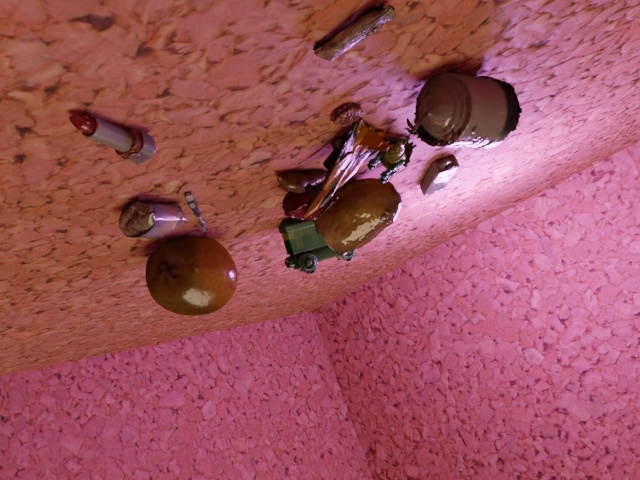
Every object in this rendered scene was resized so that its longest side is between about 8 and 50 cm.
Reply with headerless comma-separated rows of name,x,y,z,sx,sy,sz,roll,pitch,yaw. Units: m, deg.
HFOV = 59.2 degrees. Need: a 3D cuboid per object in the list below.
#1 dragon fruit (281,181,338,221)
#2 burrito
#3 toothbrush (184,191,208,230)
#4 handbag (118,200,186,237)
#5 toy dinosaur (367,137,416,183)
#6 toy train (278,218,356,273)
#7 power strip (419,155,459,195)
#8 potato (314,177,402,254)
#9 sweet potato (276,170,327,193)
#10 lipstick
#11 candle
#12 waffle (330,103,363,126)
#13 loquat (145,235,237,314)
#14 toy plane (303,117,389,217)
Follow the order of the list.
dragon fruit,-0.047,-0.134,1.708,0.161,0.127,0.120,2,136,-51
burrito,0.065,-0.388,1.048,0.171,0.042,0.051,-27,174,31
toothbrush,-0.358,-0.079,1.631,0.024,0.026,0.288,-22,165,-9
handbag,-0.446,-0.057,1.479,0.117,0.095,0.173,-31,172,15
toy dinosaur,0.208,-0.241,1.620,0.153,0.094,0.259,-44,176,10
toy train,0.000,0.000,2.070,0.301,0.202,0.120,-16,-176,-18
power strip,0.441,-0.244,2.072,0.093,0.053,0.288,-17,165,-8
potato,0.143,-0.101,1.894,0.266,0.229,0.229,-29,164,30
sweet potato,-0.046,-0.171,1.652,0.226,0.068,0.068,-10,163,-43
lipstick,-0.401,-0.198,1.076,0.063,0.057,0.186,-25,162,19
candle,0.329,-0.316,1.384,0.330,0.187,0.187,-8,161,-38
waffle,0.066,-0.306,1.379,0.075,0.029,0.083,-29,166,33
loquat,-0.418,0.119,1.833,0.276,0.275,0.284,-25,162,18
toy plane,0.044,-0.193,1.552,0.316,0.103,0.204,-43,157,19
